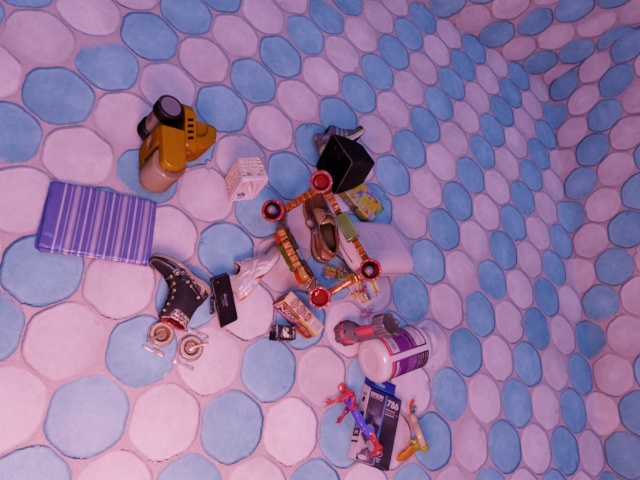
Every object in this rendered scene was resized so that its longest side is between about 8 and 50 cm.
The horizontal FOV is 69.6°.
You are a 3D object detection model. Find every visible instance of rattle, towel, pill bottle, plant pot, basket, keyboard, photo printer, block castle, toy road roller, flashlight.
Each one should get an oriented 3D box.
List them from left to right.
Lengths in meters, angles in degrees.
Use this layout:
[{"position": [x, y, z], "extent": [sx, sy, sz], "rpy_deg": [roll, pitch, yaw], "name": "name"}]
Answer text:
[{"position": [-0.720, -0.050, 1.504], "extent": [0.335, 0.040, 0.244], "rpy_deg": [12, 65, -30], "name": "towel"}, {"position": [-0.502, -0.330, 1.642], "extent": [0.240, 0.202, 0.330], "rpy_deg": [11, 65, -40], "name": "toy road roller"}, {"position": [-0.348, 0.211, 1.599], "extent": [0.108, 0.023, 0.180], "rpy_deg": [-22, 105, -49], "name": "keyboard"}, {"position": [-0.288, -0.234, 1.757], "extent": [0.113, 0.167, 0.103], "rpy_deg": [-10, 72, -34], "name": "basket"}, {"position": [0.000, 0.000, 1.725], "extent": [0.302, 0.213, 0.454], "rpy_deg": [-29, 85, 4], "name": "block castle"}, {"position": [0.119, -0.332, 1.997], "extent": [0.166, 0.188, 0.188], "rpy_deg": [-8, 54, -34], "name": "plant pot"}, {"position": [0.166, 0.332, 1.740], "extent": [0.103, 0.304, 0.103], "rpy_deg": [5, 69, -29], "name": "flashlight"}, {"position": [0.217, 0.034, 1.958], "extent": [0.307, 0.107, 0.256], "rpy_deg": [2, 46, -32], "name": "photo printer"}, {"position": [0.322, 0.449, 1.870], "extent": [0.322, 0.181, 0.182], "rpy_deg": [-8, 77, -34], "name": "pill bottle"}, {"position": [0.352, 0.766, 1.865], "extent": [0.130, 0.142, 0.200], "rpy_deg": [27, 37, -58], "name": "rattle"}]

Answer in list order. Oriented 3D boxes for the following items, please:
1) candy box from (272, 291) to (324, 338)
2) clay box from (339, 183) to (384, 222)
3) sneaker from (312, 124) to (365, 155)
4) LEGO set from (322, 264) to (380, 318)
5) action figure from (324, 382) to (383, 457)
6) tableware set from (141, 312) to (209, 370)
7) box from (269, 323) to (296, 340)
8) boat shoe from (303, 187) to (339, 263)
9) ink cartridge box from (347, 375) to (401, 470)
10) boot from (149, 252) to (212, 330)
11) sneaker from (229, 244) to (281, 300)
[{"position": [-0.084, 0.282, 1.724], "extent": [0.187, 0.109, 0.053], "rpy_deg": [47, 56, -9], "name": "candy box"}, {"position": [0.181, -0.187, 2.095], "extent": [0.222, 0.053, 0.127], "rpy_deg": [50, 54, -7], "name": "clay box"}, {"position": [0.089, -0.484, 2.118], "extent": [0.299, 0.111, 0.121], "rpy_deg": [-32, 86, -38], "name": "sneaker"}, {"position": [0.148, 0.179, 1.906], "extent": [0.287, 0.107, 0.132], "rpy_deg": [48, 55, -8], "name": "LEGO set"}, {"position": [0.105, 0.662, 1.691], "extent": [0.138, 0.092, 0.281], "rpy_deg": [-19, 52, -12], "name": "action figure"}, {"position": [-0.471, 0.330, 1.509], "extent": [0.194, 0.039, 0.128], "rpy_deg": [31, 59, -19], "name": "tableware set"}, {"position": [-0.140, 0.341, 1.696], "extent": [0.083, 0.062, 0.052], "rpy_deg": [10, 66, -28], "name": "box"}, {"position": [0.017, -0.072, 1.909], "extent": [0.122, 0.120, 0.324], "rpy_deg": [-3, 74, -32], "name": "boat shoe"}, {"position": [0.220, 0.696, 1.789], "extent": [0.165, 0.065, 0.333], "rpy_deg": [27, 59, -20], "name": "ink cartridge box"}, {"position": [-0.491, 0.167, 1.515], "extent": [0.236, 0.085, 0.179], "rpy_deg": [40, 47, -18], "name": "boot"}, {"position": [-0.250, 0.092, 1.703], "extent": [0.121, 0.099, 0.262], "rpy_deg": [43, 55, -6], "name": "sneaker"}]
